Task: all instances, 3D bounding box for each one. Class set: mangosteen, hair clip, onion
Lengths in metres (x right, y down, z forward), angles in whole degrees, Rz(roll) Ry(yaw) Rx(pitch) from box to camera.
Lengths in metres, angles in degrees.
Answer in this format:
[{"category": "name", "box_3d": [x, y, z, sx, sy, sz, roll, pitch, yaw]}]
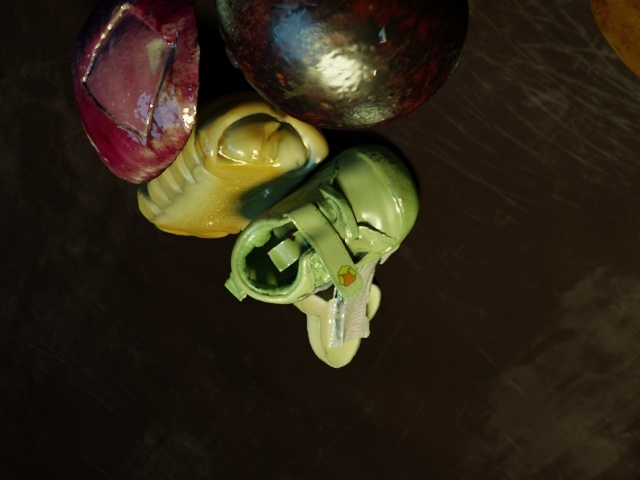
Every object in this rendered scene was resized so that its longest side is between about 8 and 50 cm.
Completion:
[{"category": "mangosteen", "box_3d": [0.032, -0.254, 1.762, 0.288, 0.288, 0.288, 30, 146, 23]}, {"category": "hair clip", "box_3d": [0.030, 0.073, 2.254, 0.071, 0.159, 0.218, 38, 131, 32]}, {"category": "onion", "box_3d": [-0.233, -0.211, 2.132, 0.247, 0.111, 0.250, 146, 123, -60]}]

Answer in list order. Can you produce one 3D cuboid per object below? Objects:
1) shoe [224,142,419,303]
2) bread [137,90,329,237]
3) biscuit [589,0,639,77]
[{"category": "shoe", "box_3d": [0.003, -0.001, 2.127, 0.262, 0.128, 0.140, -31, 103, 25]}, {"category": "bread", "box_3d": [-0.124, -0.095, 2.223, 0.172, 0.121, 0.311, 6, 160, -25]}, {"category": "biscuit", "box_3d": [0.337, -0.211, 1.652, 0.212, 0.036, 0.212, 31, 147, 22]}]
